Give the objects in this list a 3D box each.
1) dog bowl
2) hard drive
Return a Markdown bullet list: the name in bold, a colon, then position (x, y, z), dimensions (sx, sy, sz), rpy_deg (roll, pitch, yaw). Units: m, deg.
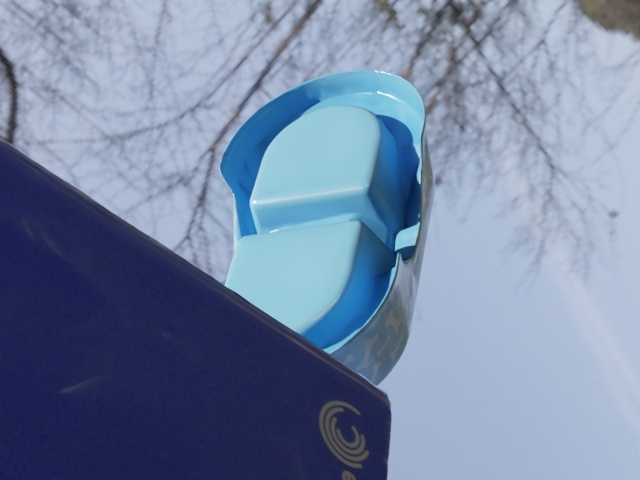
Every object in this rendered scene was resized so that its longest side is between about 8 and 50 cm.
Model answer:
- **dog bowl**: position (0.000, 0.000, 0.930), dimensions (0.074, 0.165, 0.297), rpy_deg (60, -149, -41)
- **hard drive**: position (-0.115, 0.047, 0.346), dimensions (0.318, 0.040, 0.210), rpy_deg (35, -144, -21)
